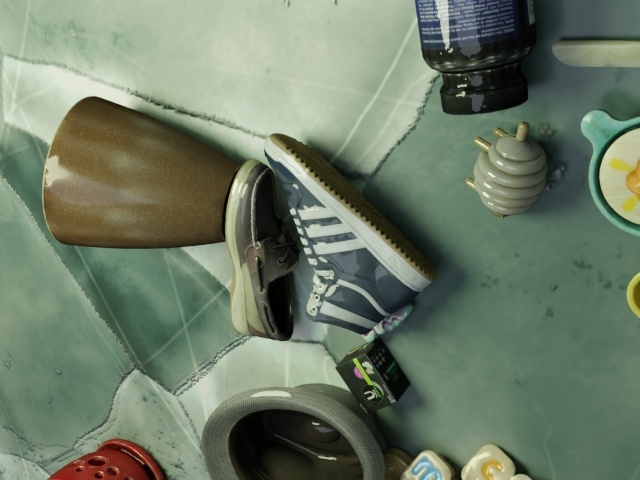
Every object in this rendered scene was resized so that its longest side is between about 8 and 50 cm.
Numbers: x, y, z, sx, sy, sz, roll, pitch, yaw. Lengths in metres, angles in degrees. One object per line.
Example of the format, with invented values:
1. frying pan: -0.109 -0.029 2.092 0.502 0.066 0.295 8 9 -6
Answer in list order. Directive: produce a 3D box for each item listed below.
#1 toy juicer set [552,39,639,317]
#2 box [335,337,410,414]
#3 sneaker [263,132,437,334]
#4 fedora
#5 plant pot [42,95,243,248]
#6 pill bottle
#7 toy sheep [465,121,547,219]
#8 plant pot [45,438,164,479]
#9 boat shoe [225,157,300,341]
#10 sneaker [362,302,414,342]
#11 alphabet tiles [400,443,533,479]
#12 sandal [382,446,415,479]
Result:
1. toy juicer set: 0.379 -0.077 0.821 0.209 0.089 0.328 -16 102 35
2. box: 0.074 0.192 1.148 0.062 0.052 0.083 -31 95 36
3. sneaker: 0.000 0.000 1.056 0.282 0.099 0.153 44 110 3
4. fedora: -0.026 0.300 1.211 0.276 0.124 0.243 -13 107 26
5. plant pot: -0.227 -0.075 1.131 0.231 0.215 0.215 12 118 9
6. pill bottle: 0.161 -0.249 0.850 0.123 0.123 0.219 1 112 30
7. toy sheep: 0.215 -0.079 0.921 0.091 0.091 0.132 22 140 21
8. plant pot: -0.389 0.468 1.473 0.191 0.174 0.191 13 118 26
9. boat shoe: -0.073 0.021 1.132 0.092 0.103 0.285 14 122 19
10. sneaker: 0.077 0.094 1.110 0.098 0.038 0.069 -38 90 36
11. alphabet tiles: 0.200 0.431 1.098 0.278 0.021 0.284 -50 60 5
12. sandal: 0.164 0.413 1.178 0.240 0.079 0.088 43 126 7
